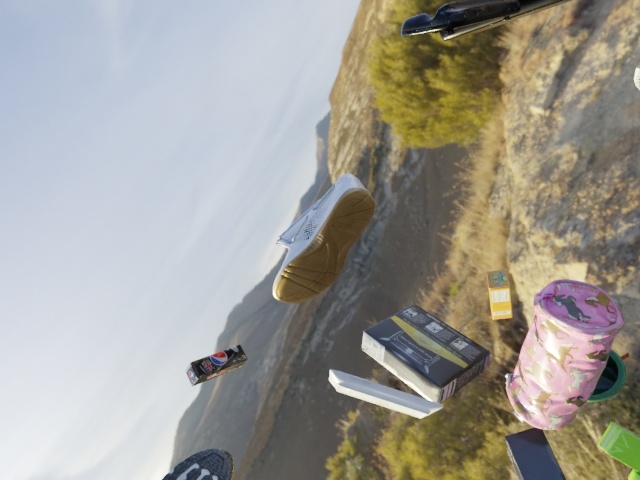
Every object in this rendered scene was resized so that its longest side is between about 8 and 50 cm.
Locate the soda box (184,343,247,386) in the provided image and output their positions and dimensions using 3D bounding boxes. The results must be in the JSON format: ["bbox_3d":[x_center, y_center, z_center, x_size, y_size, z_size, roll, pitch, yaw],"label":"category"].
[{"bbox_3d":[-0.296,0.356,1.429,0.169,0.053,0.060,-13,-29,-44],"label":"soda box"}]

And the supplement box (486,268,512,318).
[{"bbox_3d":[0.648,0.197,1.803,0.233,0.080,0.078,64,-156,-49],"label":"supplement box"}]

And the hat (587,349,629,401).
[{"bbox_3d":[0.879,0.431,1.547,0.209,0.184,0.172,-35,40,20],"label":"hat"}]

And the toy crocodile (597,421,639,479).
[{"bbox_3d":[0.739,0.476,1.000,0.115,0.341,0.105,-68,-17,7],"label":"toy crocodile"}]

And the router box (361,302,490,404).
[{"bbox_3d":[0.321,0.340,1.548,0.243,0.309,0.080,-20,-53,-35],"label":"router box"}]

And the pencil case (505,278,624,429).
[{"bbox_3d":[0.533,0.262,1.122,0.160,0.167,0.385,-99,6,-50],"label":"pencil case"}]

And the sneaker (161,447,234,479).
[{"bbox_3d":[-0.339,0.692,1.208,0.410,0.158,0.182,-57,-20,-13],"label":"sneaker"}]

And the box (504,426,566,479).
[{"bbox_3d":[0.569,0.631,1.264,0.184,0.103,0.261,63,-170,-52],"label":"box"}]

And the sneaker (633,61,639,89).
[{"bbox_3d":[0.671,-0.261,0.936,0.086,0.229,0.132,-33,56,26],"label":"sneaker"}]

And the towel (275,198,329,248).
[{"bbox_3d":[-0.003,-0.039,1.418,0.209,0.034,0.285,-44,23,-14],"label":"towel"}]

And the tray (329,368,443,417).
[{"bbox_3d":[0.147,0.376,1.203,0.145,0.271,0.030,90,-162,-66],"label":"tray"}]

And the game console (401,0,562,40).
[{"bbox_3d":[0.253,-0.356,0.793,0.361,0.043,0.213,-29,19,-38],"label":"game console"}]

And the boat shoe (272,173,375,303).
[{"bbox_3d":[0.000,0.000,0.910,0.277,0.098,0.096,-53,31,26],"label":"boat shoe"}]
